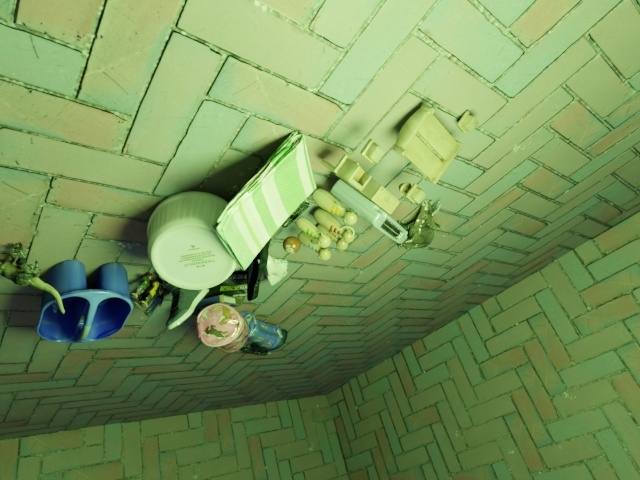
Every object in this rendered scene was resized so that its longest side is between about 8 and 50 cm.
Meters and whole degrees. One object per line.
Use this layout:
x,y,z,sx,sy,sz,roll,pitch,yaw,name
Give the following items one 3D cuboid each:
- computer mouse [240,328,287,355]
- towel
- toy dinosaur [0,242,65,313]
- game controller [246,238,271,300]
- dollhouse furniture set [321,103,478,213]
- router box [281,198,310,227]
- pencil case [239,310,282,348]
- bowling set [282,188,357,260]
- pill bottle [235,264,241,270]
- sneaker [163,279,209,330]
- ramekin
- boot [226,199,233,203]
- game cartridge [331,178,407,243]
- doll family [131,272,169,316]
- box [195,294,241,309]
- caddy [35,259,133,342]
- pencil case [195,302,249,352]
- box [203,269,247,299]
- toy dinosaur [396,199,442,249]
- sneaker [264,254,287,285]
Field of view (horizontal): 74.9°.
-0.272,0.554,2.202,0.272,0.072,0.188,-38,144,29,computer mouse
-0.129,-0.095,1.087,0.325,0.038,0.248,-52,157,-18,towel
-0.780,0.084,1.099,0.268,0.064,0.118,29,121,-2,toy dinosaur
-0.209,0.074,1.338,0.067,0.167,0.319,11,150,-9,game controller
0.210,-0.278,1.145,0.303,0.174,0.356,27,101,-46,dollhouse furniture set
-0.107,-0.095,1.272,0.092,0.038,0.122,15,136,-44,router box
-0.282,0.418,1.925,0.133,0.120,0.306,-5,155,22,pencil case
0.000,0.000,1.286,0.200,0.154,0.287,-47,161,-14,bowling set
-0.331,0.053,1.315,0.186,0.112,0.112,-12,149,-11,pill bottle
-0.468,0.170,1.335,0.086,0.226,0.163,-31,108,22,sneaker
-0.339,0.013,1.137,0.272,0.127,0.273,-5,124,-7,ramekin
-0.251,-0.066,1.231,0.084,0.059,0.158,-8,145,-2,boot
0.148,-0.087,1.266,0.060,0.196,0.294,-49,152,8,game cartridge
-0.570,0.179,1.416,0.075,0.112,0.193,28,145,-3,doll family
-0.433,0.250,1.588,0.225,0.037,0.136,-16,163,14,box
-0.723,0.209,1.287,0.241,0.179,0.341,8,141,-36,caddy
-0.368,0.341,1.600,0.167,0.160,0.386,-54,174,-19,pencil case
-0.336,0.156,1.547,0.190,0.045,0.184,-2,144,-26,box
0.372,-0.015,1.591,0.160,0.121,0.314,-5,146,3,toy dinosaur
-0.163,0.090,1.523,0.094,0.080,0.212,-26,158,-11,sneaker
